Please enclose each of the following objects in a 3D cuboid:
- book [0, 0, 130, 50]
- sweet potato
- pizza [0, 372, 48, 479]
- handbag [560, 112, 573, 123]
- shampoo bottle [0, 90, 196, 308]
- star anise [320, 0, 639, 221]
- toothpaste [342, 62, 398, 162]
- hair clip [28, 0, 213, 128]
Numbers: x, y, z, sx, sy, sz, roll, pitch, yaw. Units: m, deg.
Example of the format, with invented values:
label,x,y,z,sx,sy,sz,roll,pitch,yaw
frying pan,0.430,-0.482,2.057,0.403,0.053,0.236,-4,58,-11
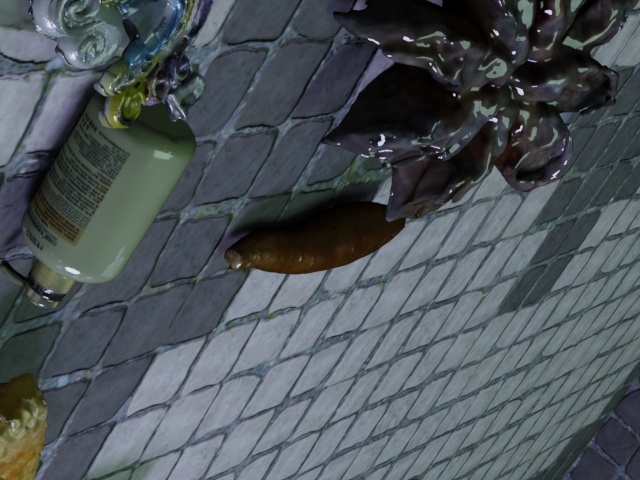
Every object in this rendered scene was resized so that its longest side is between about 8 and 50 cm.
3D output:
label,x,y,z,sx,sy,sz,roll,pitch,yaw
book,-0.129,-0.224,0.936,0.260,0.043,0.371,-54,159,16
sweet potato,0.001,0.001,1.589,0.264,0.057,0.057,-19,144,-51
pizza,-0.308,0.232,1.351,0.280,0.075,0.288,-39,160,-14
handbag,0.194,-0.171,1.637,0.117,0.095,0.173,-33,148,-17
shampoo bottle,-0.153,-0.021,1.192,0.162,0.079,0.079,-57,158,20
star anise,0.146,-0.151,1.441,0.331,0.117,0.332,-25,134,-29
toothpaste,0.088,-0.142,1.523,0.164,0.046,0.034,-47,156,-4
hair clip,-0.109,-0.133,1.055,0.116,0.049,0.172,-55,157,-17
